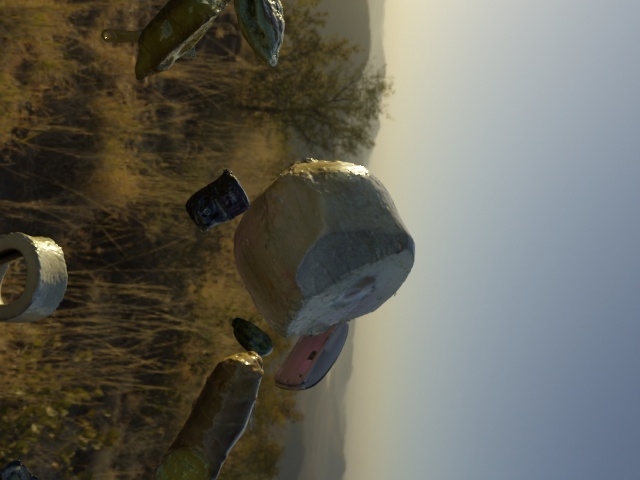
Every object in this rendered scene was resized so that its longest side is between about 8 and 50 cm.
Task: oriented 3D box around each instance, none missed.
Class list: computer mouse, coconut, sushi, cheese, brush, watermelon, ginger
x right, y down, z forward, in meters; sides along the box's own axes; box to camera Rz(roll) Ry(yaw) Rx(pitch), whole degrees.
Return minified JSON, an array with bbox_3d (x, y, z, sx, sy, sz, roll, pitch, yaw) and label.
[{"bbox_3d":[-0.018,0.274,1.346,0.245,0.126,0.056,-54,128,-40],"label":"computer mouse"},{"bbox_3d":[0.000,0.000,0.955,0.254,0.297,0.297,55,-15,26],"label":"coconut"},{"bbox_3d":[-0.954,0.739,1.716,0.098,0.084,0.094,-18,75,-51],"label":"sushi"},{"bbox_3d":[-1.043,0.134,1.866,0.153,0.332,0.292,37,40,-75],"label":"cheese"},{"bbox_3d":[-0.389,-0.458,1.243,0.011,0.205,0.083,-96,-172,-50],"label":"brush"},{"bbox_3d":[-0.214,0.307,1.693,0.069,0.163,0.087,-53,-172,-32],"label":"watermelon"},{"bbox_3d":[-0.229,0.395,1.163,0.354,0.126,0.190,-58,171,-23],"label":"ginger"}]

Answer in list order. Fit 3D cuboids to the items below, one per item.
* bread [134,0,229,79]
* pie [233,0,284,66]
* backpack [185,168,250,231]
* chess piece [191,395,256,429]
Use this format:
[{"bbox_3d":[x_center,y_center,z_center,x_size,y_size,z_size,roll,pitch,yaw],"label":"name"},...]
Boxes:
[{"bbox_3d":[-0.282,-0.413,1.078,0.088,0.233,0.160,48,28,-17],"label":"bread"},{"bbox_3d":[-0.137,-0.526,1.258,0.201,0.090,0.247,41,39,-73],"label":"pie"},{"bbox_3d":[-0.275,-0.098,1.489,0.106,0.165,0.120,41,-12,44],"label":"backpack"},{"bbox_3d":[-0.265,0.460,1.500,0.094,0.171,0.094,-172,-90,-84],"label":"chess piece"}]
